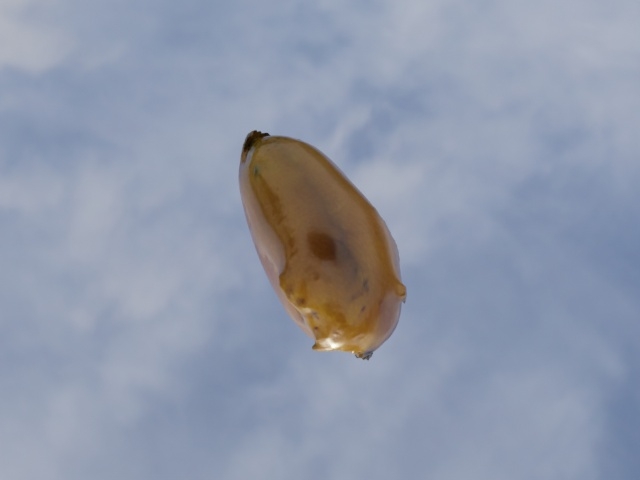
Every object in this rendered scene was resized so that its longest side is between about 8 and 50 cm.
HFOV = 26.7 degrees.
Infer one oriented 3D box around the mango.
[{"bbox_3d":[0.000,0.000,0.654,0.063,0.077,0.127,-28,-117,0],"label":"mango"}]
